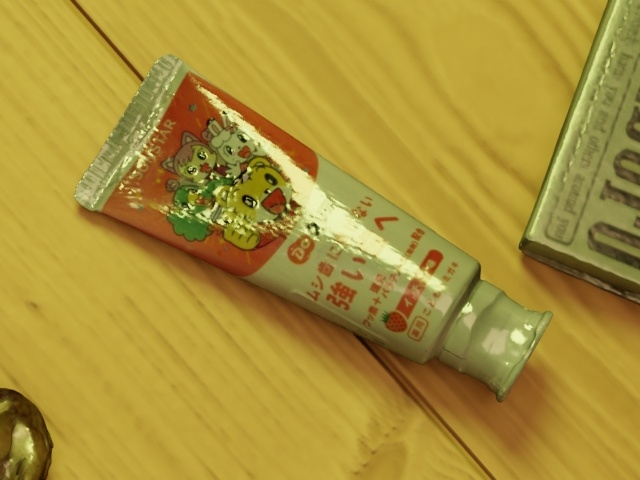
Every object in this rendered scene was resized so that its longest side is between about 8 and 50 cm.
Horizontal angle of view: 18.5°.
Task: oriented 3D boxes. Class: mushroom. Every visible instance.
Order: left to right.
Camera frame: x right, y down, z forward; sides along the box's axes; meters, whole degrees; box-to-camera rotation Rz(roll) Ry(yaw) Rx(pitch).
[{"bbox_3d":[-0.203,0.139,0.906,0.187,0.061,0.060,-41,93,-9],"label":"mushroom"}]

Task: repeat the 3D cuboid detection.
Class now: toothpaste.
[{"bbox_3d":[0.000,0.000,0.965,0.234,0.057,0.089,30,78,6],"label":"toothpaste"}]

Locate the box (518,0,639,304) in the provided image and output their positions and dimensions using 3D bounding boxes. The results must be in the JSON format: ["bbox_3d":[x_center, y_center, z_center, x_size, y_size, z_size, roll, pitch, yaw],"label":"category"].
[{"bbox_3d":[0.183,-0.056,1.004,0.115,0.036,0.177,23,77,-3],"label":"box"}]
